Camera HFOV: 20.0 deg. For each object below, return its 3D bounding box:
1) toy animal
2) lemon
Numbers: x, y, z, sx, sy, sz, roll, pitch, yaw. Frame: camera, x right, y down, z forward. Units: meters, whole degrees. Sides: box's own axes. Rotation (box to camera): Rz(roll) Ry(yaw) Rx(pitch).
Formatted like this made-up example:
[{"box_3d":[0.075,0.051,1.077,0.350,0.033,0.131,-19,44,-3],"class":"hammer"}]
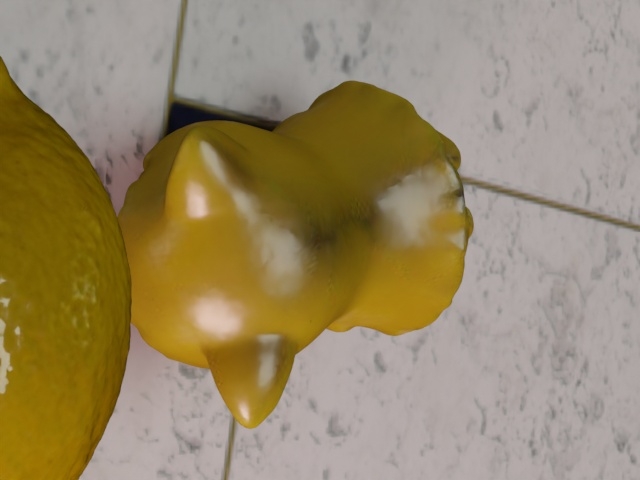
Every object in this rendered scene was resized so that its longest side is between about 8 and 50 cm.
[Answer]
[{"box_3d":[-0.002,-0.005,0.956,0.230,0.156,0.156,-23,110,-47],"class":"toy animal"},{"box_3d":[-0.169,0.033,0.743,0.187,0.187,0.244,19,76,-47],"class":"lemon"}]
